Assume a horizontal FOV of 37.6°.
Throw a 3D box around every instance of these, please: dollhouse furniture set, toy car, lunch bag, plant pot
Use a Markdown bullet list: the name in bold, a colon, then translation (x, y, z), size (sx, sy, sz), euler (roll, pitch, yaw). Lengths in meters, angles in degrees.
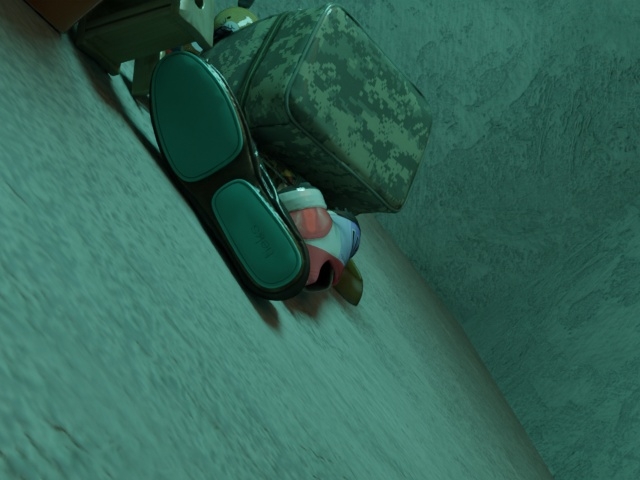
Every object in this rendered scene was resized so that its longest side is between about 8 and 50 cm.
- **dollhouse furniture set**: translation (-0.158, -0.237, 1.045), size (0.183, 0.129, 0.129), euler (40, 45, -57)
- **toy car**: translation (-0.150, -0.340, 1.556), size (0.155, 0.188, 0.149), euler (53, 7, 4)
- **lunch bag**: translation (-0.024, -0.182, 1.372), size (0.256, 0.213, 0.305), euler (-3, -30, 43)
- **plant pot**: translation (0.000, 0.000, 1.510), size (0.236, 0.032, 0.236), euler (53, 7, -9)

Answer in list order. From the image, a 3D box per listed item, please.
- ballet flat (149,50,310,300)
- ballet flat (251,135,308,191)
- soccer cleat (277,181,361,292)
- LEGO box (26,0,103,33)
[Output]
- **ballet flat**: translation (-0.098, -0.060, 0.972), size (0.096, 0.095, 0.281), euler (69, -5, -80)
- **ballet flat**: translation (-0.084, -0.082, 1.249), size (0.221, 0.077, 0.079), euler (44, 29, -28)
- **soccer cleat**: translation (-0.008, 0.015, 1.183), size (0.318, 0.108, 0.117), euler (36, 40, -76)
- **LEGO box**: translation (-0.177, -0.516, 0.968), size (0.193, 0.500, 0.372), euler (45, 11, -48)
